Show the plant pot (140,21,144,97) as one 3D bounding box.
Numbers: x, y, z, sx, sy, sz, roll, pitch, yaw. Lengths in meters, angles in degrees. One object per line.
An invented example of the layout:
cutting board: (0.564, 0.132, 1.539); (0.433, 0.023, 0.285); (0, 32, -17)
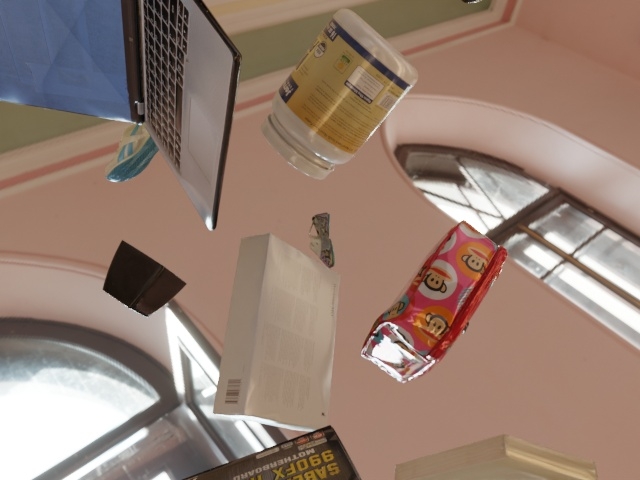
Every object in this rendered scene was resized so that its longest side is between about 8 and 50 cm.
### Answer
plant pot: (-0.540, -0.440, 1.371); (0.253, 0.238, 0.254); (-7, -79, -39)

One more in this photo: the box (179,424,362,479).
box: (-0.068, 0.283, 0.538); (0.230, 0.183, 0.056); (-17, -80, -10)

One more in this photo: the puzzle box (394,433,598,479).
puzzle box: (0.399, 0.559, 1.311); (0.271, 0.052, 0.409); (22, -37, -20)

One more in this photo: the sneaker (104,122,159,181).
sneaker: (-0.534, -0.263, 1.564); (0.229, 0.092, 0.087); (-46, -22, 2)

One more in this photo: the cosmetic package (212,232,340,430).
cosmetic package: (-0.080, 0.211, 1.211); (0.284, 0.097, 0.378); (32, -124, -46)

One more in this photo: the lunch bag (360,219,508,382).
lunch bag: (0.191, 0.096, 0.929); (0.258, 0.120, 0.293); (-52, -8, -24)

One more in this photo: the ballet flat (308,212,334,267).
ballet flat: (0.000, 0.000, 0.903); (0.041, 0.114, 0.041); (-3, -42, -3)

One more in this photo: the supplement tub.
supplement tub: (0.035, -0.315, 1.210); (0.316, 0.228, 0.228); (-48, -28, 21)

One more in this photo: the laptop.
laptop: (-0.330, -0.228, 0.778); (0.236, 0.408, 0.382); (-25, -20, -27)

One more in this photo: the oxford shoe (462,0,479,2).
oxford shoe: (0.252, -0.353, 0.650); (0.075, 0.076, 0.212); (-8, -9, -33)

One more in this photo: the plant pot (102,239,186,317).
plant pot: (-0.581, 0.138, 1.768); (0.167, 0.188, 0.187); (-58, -20, -13)
